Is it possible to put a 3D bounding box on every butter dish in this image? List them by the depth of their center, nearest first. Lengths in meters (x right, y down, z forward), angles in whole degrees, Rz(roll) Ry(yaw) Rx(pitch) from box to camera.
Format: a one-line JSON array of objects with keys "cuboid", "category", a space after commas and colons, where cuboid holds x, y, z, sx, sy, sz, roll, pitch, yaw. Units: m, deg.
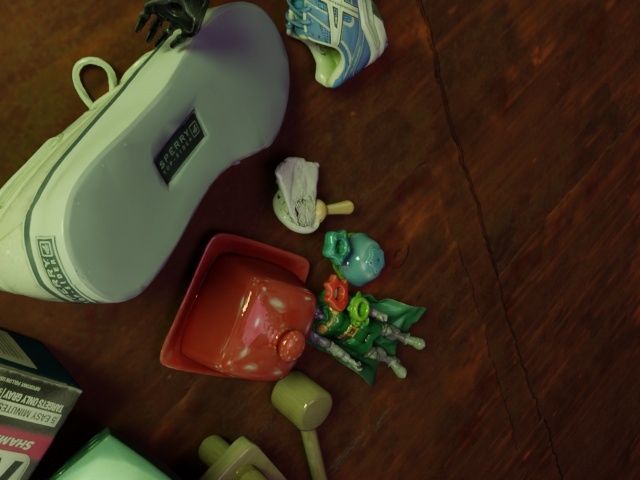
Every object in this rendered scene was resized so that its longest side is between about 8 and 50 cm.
[{"cuboid": [-0.063, 0.092, 0.779, 0.160, 0.118, 0.160, 20, 96, -47], "category": "butter dish"}]

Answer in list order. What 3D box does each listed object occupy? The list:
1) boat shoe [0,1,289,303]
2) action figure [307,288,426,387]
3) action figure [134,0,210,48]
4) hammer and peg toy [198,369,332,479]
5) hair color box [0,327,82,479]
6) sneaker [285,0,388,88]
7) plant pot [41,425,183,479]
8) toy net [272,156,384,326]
[{"cuboid": [-0.152, -0.081, 0.605, 0.136, 0.156, 0.367, 67, 33, -34], "category": "boat shoe"}, {"cuboid": [0.047, 0.118, 0.943, 0.232, 0.063, 0.137, 29, 92, -44], "category": "action figure"}, {"cuboid": [-0.098, -0.290, 0.553, 0.164, 0.140, 0.276, 44, 51, -38], "category": "action figure"}, {"cuboid": [-0.081, 0.356, 0.881, 0.361, 0.127, 0.266, -44, 134, -19], "category": "hammer and peg toy"}, {"cuboid": [-0.361, 0.223, 0.566, 0.174, 0.105, 0.347, 35, 85, -46], "category": "hair color box"}, {"cuboid": [0.001, -0.240, 0.706, 0.081, 0.080, 0.211, -50, 134, -18], "category": "sneaker"}, {"cuboid": [-0.161, 0.295, 0.656, 0.165, 0.165, 0.234, -40, 95, -19], "category": "plant pot"}, {"cuboid": [0.000, 0.000, 0.835, 0.232, 0.045, 0.122, 46, 58, -39], "category": "toy net"}]
